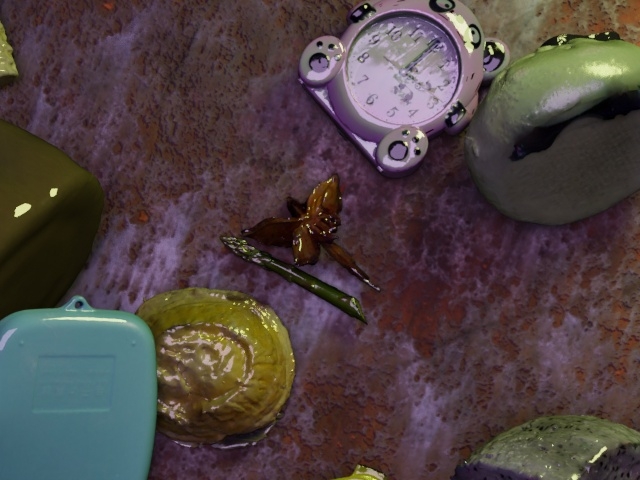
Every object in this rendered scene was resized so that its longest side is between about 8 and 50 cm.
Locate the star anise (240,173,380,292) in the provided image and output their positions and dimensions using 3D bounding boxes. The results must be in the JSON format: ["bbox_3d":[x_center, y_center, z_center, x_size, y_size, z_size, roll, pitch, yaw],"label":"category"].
[{"bbox_3d":[0.001,0.007,1.934,0.158,0.144,0.140,-37,40,-9],"label":"star anise"}]

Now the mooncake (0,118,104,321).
[{"bbox_3d":[-0.457,0.021,1.782,0.200,0.378,0.378,36,86,9],"label":"mooncake"}]

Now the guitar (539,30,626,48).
[{"bbox_3d":[0.431,-0.261,1.944,0.271,0.084,0.038,-7,68,-7],"label":"guitar"}]

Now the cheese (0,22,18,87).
[{"bbox_3d":[-0.499,-0.284,1.951,0.123,0.094,0.167,-20,88,-11],"label":"cheese"}]

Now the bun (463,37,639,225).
[{"bbox_3d":[0.321,-0.163,1.857,0.293,0.293,0.187,-15,54,-1],"label":"bun"}]

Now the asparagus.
[{"bbox_3d":[-0.033,0.050,1.934,0.236,0.034,0.027,28,93,6],"label":"asparagus"}]

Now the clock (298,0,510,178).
[{"bbox_3d":[0.117,-0.233,1.935,0.248,0.090,0.227,-41,85,-5],"label":"clock"}]

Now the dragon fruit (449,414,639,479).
[{"bbox_3d":[0.315,0.334,1.810,0.204,0.221,0.283,-33,123,-31],"label":"dragon fruit"}]

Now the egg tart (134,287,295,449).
[{"bbox_3d":[-0.154,0.169,1.898,0.252,0.098,0.232,38,90,1],"label":"egg tart"}]

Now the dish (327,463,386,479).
[{"bbox_3d":[0.032,0.430,1.856,0.221,0.108,0.262,-18,86,-1],"label":"dish"}]

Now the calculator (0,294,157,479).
[{"bbox_3d":[-0.332,0.257,1.812,0.256,0.054,0.386,2,102,-28],"label":"calculator"}]
